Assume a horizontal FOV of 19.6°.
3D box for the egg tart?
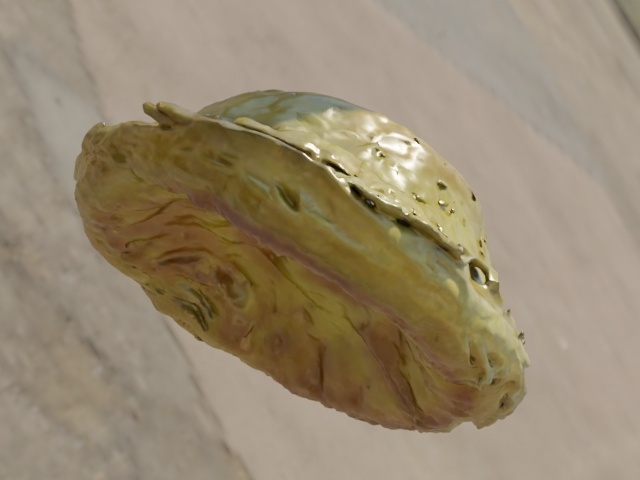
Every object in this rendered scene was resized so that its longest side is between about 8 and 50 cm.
[{"bbox_3d":[0.000,0.000,1.043,0.295,0.116,0.295,27,-21,11],"label":"egg tart"}]
